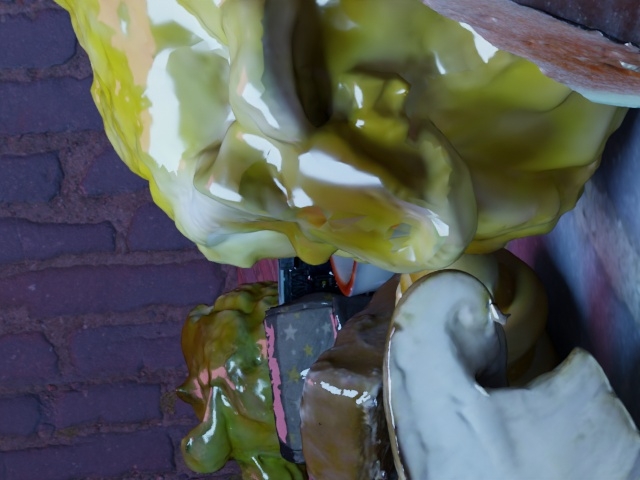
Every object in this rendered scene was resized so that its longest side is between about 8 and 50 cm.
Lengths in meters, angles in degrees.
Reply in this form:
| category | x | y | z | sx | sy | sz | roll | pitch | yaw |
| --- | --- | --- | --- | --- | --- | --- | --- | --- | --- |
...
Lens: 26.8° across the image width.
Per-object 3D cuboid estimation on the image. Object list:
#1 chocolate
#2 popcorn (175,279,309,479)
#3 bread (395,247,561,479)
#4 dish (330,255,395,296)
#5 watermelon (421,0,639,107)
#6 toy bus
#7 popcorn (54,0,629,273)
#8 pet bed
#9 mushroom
| category | x | y | z | sx | sy | sz | roll | pitch | yaw |
| --- | --- | --- | --- | --- | --- | --- | --- | --- | --- |
| chocolate | 0.063 | 0.123 | 1.247 | 0.214 | 0.093 | 0.148 | -45 | -35 | -47 |
| popcorn | -0.072 | 0.212 | 2.038 | 0.279 | 0.274 | 0.335 | -60 | 34 | 23 |
| bread | 0.128 | 0.140 | 1.090 | 0.173 | 0.121 | 0.311 | -111 | 18 | -58 |
| dish | 0.069 | -0.075 | 1.348 | 0.256 | 0.117 | 0.256 | 174 | 90 | -82 |
| watermelon | 0.137 | -0.188 | 0.588 | 0.148 | 0.226 | 0.318 | 23 | 135 | 49 |
| toy bus | 0.000 | 0.000 | 1.800 | 0.271 | 0.133 | 0.165 | 91 | 174 | -47 |
| popcorn | 0.016 | -0.153 | 0.888 | 0.390 | 0.354 | 0.344 | 57 | 174 | 13 |
| pet bed | 0.033 | 0.171 | 1.680 | 0.183 | 0.159 | 0.211 | 31 | -128 | -69 |
| mushroom | 0.123 | 0.143 | 0.917 | 0.286 | 0.156 | 0.151 | 60 | 174 | -9 |
